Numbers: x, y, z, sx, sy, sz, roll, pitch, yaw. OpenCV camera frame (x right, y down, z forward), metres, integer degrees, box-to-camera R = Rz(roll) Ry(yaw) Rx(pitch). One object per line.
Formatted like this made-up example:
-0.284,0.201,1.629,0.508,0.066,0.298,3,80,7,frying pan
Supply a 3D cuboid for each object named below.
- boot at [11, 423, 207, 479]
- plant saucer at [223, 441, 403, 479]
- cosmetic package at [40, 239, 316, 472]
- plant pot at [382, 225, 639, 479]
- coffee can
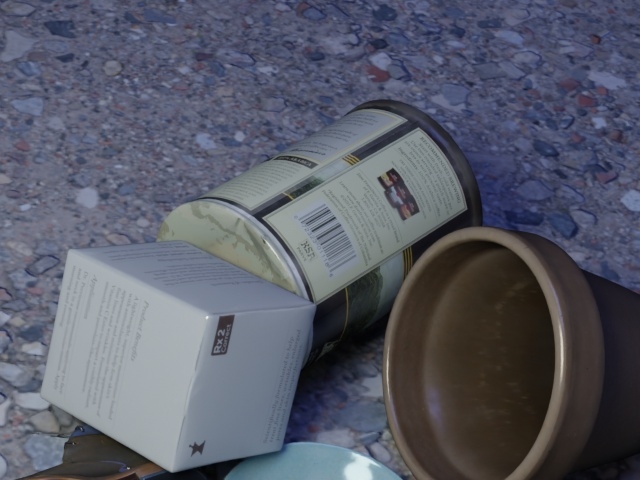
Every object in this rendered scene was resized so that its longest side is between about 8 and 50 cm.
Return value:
-0.219,0.219,1.762,0.219,0.082,0.106,-4,23,-20,boot
-0.001,0.263,1.773,0.195,0.037,0.195,7,40,-6,plant saucer
-0.131,0.100,1.793,0.184,0.151,0.151,25,18,36,cosmetic package
0.223,0.125,1.866,0.229,0.263,0.263,7,35,-36,plant pot
0.000,0.000,1.965,0.201,0.201,0.275,35,44,26,coffee can
